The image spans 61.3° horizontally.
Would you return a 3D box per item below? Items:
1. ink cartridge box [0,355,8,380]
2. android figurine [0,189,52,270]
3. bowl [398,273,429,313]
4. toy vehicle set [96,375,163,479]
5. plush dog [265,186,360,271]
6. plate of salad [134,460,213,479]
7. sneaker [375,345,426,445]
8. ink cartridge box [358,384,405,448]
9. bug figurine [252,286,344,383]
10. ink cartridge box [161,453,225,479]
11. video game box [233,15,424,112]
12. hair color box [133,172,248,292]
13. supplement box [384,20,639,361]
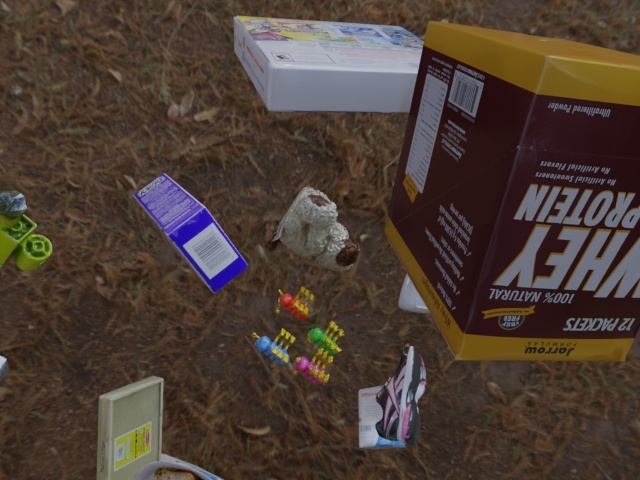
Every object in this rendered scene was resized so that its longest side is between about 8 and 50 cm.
[{"bbox_3d":[-0.323,0.103,0.430,0.115,0.029,0.062,27,51,-10],"label":"ink cartridge box"},{"bbox_3d":[-0.535,-0.040,0.832,0.248,0.273,0.056,43,51,-16],"label":"android figurine"},{"bbox_3d":[0.317,0.159,1.660,0.142,0.053,0.141,13,94,-32],"label":"bowl"},{"bbox_3d":[-0.435,0.465,1.243,0.035,0.166,0.266,4,93,25],"label":"toy vehicle set"},{"bbox_3d":[0.000,0.000,1.437,0.225,0.262,0.210,36,95,-11],"label":"plush dog"},{"bbox_3d":[-0.226,0.447,0.889,0.200,0.048,0.199,7,115,15],"label":"plate of salad"},{"bbox_3d":[0.134,0.265,0.950,0.077,0.072,0.178,-8,42,28],"label":"sneaker"},{"bbox_3d":[0.130,0.380,1.159,0.052,0.089,0.122,29,52,-43],"label":"ink cartridge box"},{"bbox_3d":[-0.051,0.239,1.307,0.216,0.279,0.072,41,117,-7],"label":"bug figurine"},{"bbox_3d":[-0.347,0.656,1.455,0.148,0.203,0.085,39,63,-33],"label":"ink cartridge box"},{"bbox_3d":[0.025,-0.185,0.560,0.205,0.048,0.187,-3,37,-17],"label":"video game box"},{"bbox_3d":[-0.320,-0.028,1.295,0.110,0.339,0.185,-38,123,-11],"label":"hair color box"},{"bbox_3d":[0.149,-0.045,0.405,0.129,0.191,0.194,3,116,-11],"label":"supplement box"}]
